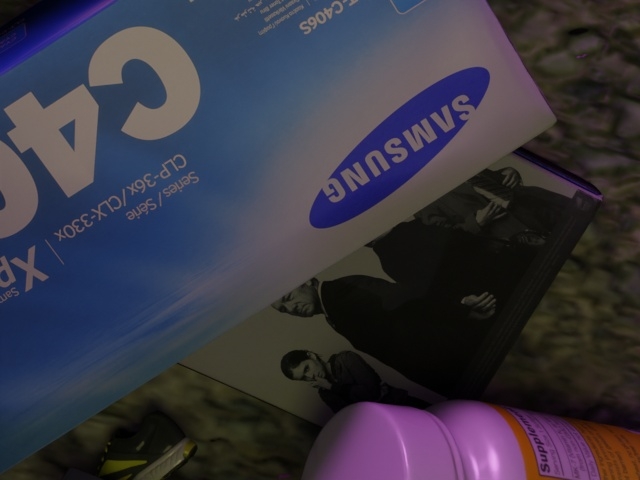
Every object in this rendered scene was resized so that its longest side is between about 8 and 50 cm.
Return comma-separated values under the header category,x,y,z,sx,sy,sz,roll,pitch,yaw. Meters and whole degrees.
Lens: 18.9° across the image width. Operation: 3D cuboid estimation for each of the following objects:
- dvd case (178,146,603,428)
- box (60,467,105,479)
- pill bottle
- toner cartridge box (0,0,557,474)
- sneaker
category,x,y,z,sx,sy,sz,roll,pitch,yaw
dvd case,0.000,0.000,0.978,0.238,0.029,0.179,26,105,-19
box,-0.091,0.225,1.006,0.145,0.038,0.186,21,118,5
pill bottle,0.100,0.145,0.983,0.208,0.119,0.119,12,109,-31
toner cartridge box,-0.083,-0.036,0.891,0.348,0.075,0.165,-33,114,4
sneaker,-0.103,0.119,1.010,0.083,0.031,0.035,-36,83,14
